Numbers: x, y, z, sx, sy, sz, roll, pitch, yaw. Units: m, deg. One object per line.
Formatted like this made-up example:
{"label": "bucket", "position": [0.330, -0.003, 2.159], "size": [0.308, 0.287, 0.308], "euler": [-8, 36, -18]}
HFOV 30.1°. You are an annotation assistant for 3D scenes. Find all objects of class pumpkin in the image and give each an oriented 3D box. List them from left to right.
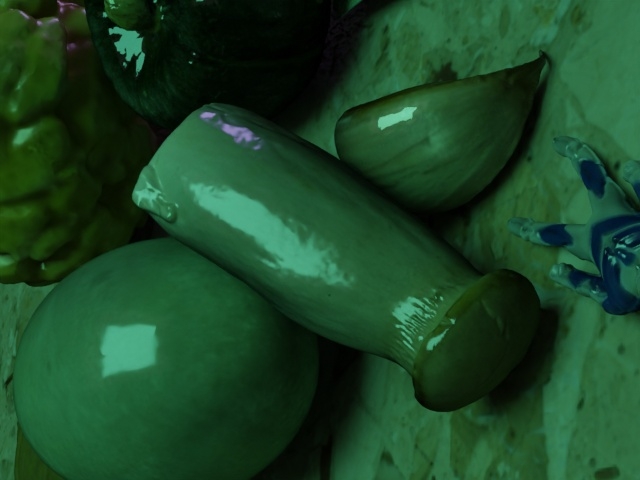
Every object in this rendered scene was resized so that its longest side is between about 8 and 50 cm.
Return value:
{"label": "pumpkin", "position": [-0.130, -0.254, 1.275], "size": [0.300, 0.207, 0.300], "euler": [19, 117, 41]}

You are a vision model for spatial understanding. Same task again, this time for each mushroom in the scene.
{"label": "mushroom", "position": [-0.007, -0.003, 1.013], "size": [0.407, 0.154, 0.137], "euler": [32, 96, 34]}

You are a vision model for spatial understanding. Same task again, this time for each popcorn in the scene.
{"label": "popcorn", "position": [-0.378, -0.139, 1.442], "size": [0.354, 0.344, 0.390], "euler": [85, 174, -73]}

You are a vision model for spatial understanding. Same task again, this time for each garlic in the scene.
{"label": "garlic", "position": [0.099, -0.082, 1.046], "size": [0.206, 0.128, 0.115], "euler": [-17, 86, 41]}

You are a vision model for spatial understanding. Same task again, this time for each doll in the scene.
{"label": "doll", "position": [0.224, 0.002, 0.880], "size": [0.114, 0.057, 0.227], "euler": [-58, 36, 13]}

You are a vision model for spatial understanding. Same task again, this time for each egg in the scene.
{"label": "egg", "position": [-0.152, 0.126, 1.150], "size": [0.352, 0.258, 0.258], "euler": [-9, 68, 48]}

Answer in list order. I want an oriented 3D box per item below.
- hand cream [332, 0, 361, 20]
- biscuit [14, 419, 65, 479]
{"label": "hand cream", "position": [0.052, -0.392, 1.237], "size": [0.147, 0.093, 0.306], "euler": [-24, 59, 56]}
{"label": "biscuit", "position": [-0.291, 0.216, 1.465], "size": [0.312, 0.057, 0.351], "euler": [27, 98, 53]}
